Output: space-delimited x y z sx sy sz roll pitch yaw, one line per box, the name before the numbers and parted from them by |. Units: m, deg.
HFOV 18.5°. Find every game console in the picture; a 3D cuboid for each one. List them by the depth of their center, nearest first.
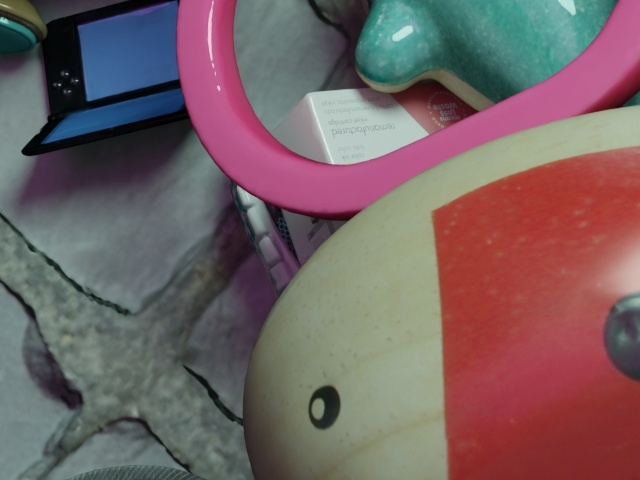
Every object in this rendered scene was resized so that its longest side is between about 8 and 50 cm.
game console | -0.122 -0.106 1.205 0.122 0.071 0.107 -12 75 13

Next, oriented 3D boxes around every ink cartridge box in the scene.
ink cartridge box | 0.056 0.014 1.097 0.067 0.115 0.198 -41 63 52

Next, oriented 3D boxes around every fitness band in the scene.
fitness band | 0.052 -0.130 1.011 0.290 0.054 0.209 -25 77 22

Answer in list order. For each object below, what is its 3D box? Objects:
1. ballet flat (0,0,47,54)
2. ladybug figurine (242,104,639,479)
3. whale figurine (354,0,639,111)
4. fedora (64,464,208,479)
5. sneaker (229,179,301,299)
ballet flat | -0.277 -0.168 1.261 0.232 0.080 0.073 6 69 19
ladybug figurine | 0.186 0.090 0.956 0.449 0.162 0.305 -8 113 1
whale figurine | 0.120 -0.139 1.069 0.216 0.141 0.272 -16 55 -6
fedora | -0.106 0.273 1.067 0.124 0.243 0.275 -33 73 38
sneaker | 0.000 0.000 1.161 0.076 0.065 0.166 -24 75 -7
